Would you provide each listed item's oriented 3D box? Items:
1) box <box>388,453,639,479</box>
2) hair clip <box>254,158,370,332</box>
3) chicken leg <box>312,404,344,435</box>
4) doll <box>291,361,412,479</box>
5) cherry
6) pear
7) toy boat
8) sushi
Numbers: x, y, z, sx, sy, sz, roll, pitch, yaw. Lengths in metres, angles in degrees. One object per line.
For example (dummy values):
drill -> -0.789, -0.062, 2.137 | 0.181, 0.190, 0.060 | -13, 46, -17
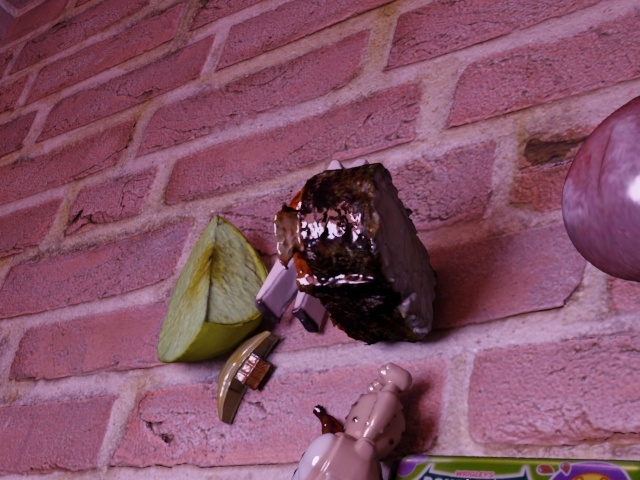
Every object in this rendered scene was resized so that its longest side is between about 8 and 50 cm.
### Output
box -> 0.237, 0.329, 1.146 | 0.345, 0.097, 0.134 | -9, 51, 40
hair clip -> 0.003, 0.002, 1.652 | 0.101, 0.085, 0.331 | 0, 53, 41
chicken leg -> 0.016, 0.306, 1.433 | 0.062, 0.037, 0.145 | -40, 39, 33
doll -> 0.048, 0.286, 1.295 | 0.154, 0.119, 0.278 | -61, -5, 35
cherry -> 0.434, -0.067, 1.196 | 0.307, 0.221, 0.261 | -31, 36, 50
pear -> -0.202, 0.134, 1.704 | 0.239, 0.139, 0.288 | -43, 29, 31
toy boat -> -0.128, 0.231, 1.608 | 0.066, 0.065, 0.172 | 28, 82, 31
sushi -> 0.054, 0.032, 1.372 | 0.182, 0.343, 0.196 | -17, 49, 16
